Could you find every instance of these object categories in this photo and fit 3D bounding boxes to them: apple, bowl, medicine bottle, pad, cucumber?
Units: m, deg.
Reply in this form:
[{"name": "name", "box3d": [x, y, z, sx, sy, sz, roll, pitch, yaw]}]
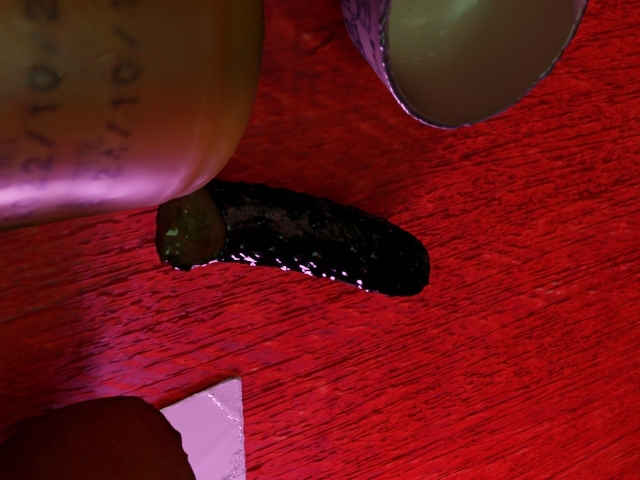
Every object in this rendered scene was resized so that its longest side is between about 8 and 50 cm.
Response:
[{"name": "apple", "box3d": [-0.206, 0.268, 0.733, 0.163, 0.251, 0.293, -1, 114, -34]}, {"name": "bowl", "box3d": [0.098, -0.200, 0.730, 0.211, 0.112, 0.211, -22, 131, -28]}, {"name": "medicine bottle", "box3d": [-0.237, -0.101, 0.437, 0.384, 0.224, 0.224, -12, 127, -35]}, {"name": "pad", "box3d": [-0.140, 0.242, 0.938, 0.156, 0.004, 0.232, -21, 132, -28]}, {"name": "cucumber", "box3d": [0.000, 0.000, 0.826, 0.303, 0.072, 0.081, 9, 111, -44]}]
